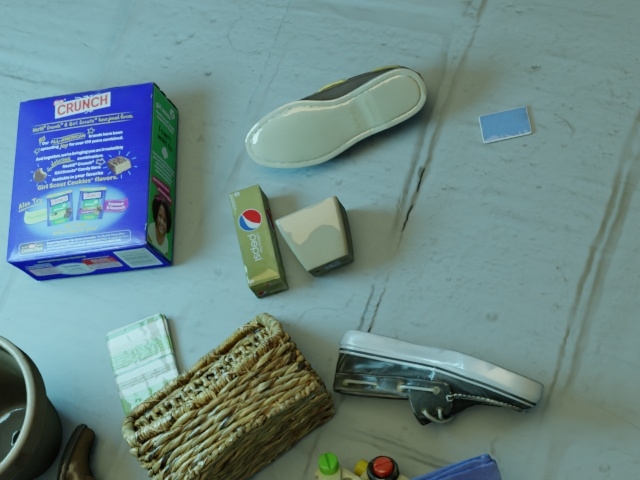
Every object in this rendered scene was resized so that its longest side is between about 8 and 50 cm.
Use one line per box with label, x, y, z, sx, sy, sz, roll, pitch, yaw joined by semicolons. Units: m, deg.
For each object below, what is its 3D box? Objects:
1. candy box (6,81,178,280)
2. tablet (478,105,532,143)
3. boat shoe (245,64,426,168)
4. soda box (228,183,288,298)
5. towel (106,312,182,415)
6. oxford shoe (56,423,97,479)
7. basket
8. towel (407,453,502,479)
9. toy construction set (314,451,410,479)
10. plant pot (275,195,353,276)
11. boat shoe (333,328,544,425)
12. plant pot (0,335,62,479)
candy box;-0.401;-0.104;2.026;0.268;0.122;0.317;-6;68;14
tablet;0.314;-0.196;1.936;0.083;0.006;0.054;-11;66;9
boat shoe;0.027;-0.216;1.972;0.324;0.097;0.117;-22;105;9
soda box;-0.106;0.001;1.936;0.058;0.061;0.181;-18;65;7
towel;-0.297;0.209;1.929;0.113;0.023;0.152;-22;67;8
oxford shoe;-0.383;0.409;1.843;0.096;0.083;0.227;6;63;-4
basket;-0.161;0.244;1.758;0.299;0.213;0.223;-36;66;-6
towel;0.184;0.488;1.573;0.243;0.040;0.336;-14;82;-16
toy construction set;0.079;0.436;1.662;0.327;0.151;0.215;35;56;17
plant pot;0.000;0.000;1.890;0.109;0.109;0.096;-22;77;5
boat shoe;0.175;0.228;1.754;0.335;0.121;0.119;10;79;30
plant pot;-0.527;0.299;1.835;0.263;0.229;0.263;-6;67;13
